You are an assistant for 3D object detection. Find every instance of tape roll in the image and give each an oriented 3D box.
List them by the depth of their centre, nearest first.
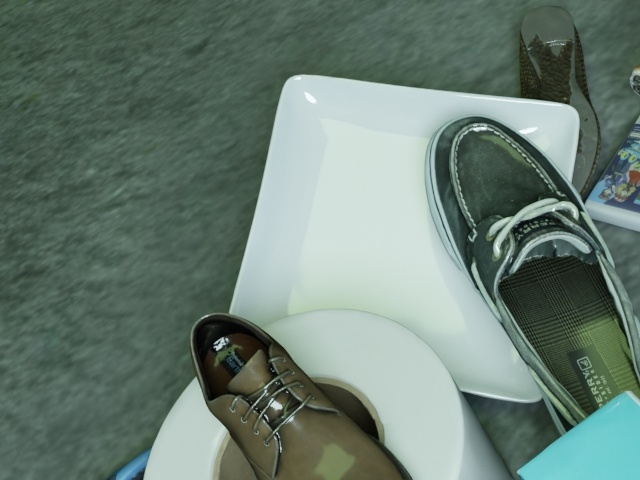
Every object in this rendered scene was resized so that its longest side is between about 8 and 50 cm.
[{"bbox_3d":[0.014,0.196,0.744,0.246,0.169,0.246,-16,47,18],"label":"tape roll"}]

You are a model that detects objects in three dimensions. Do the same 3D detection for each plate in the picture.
[{"bbox_3d":[0.077,-0.007,0.896,0.277,0.045,0.278,8,71,11],"label":"plate"}]

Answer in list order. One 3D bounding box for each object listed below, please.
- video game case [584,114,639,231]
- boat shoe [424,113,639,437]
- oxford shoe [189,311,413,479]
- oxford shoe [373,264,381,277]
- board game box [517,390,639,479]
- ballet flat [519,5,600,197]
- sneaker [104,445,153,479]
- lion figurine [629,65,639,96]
[{"bbox_3d":[0.363,-0.068,0.877,0.201,0.023,0.183,20,65,38],"label":"video game case"},{"bbox_3d":[0.179,0.018,0.779,0.121,0.119,0.335,-26,63,-2],"label":"boat shoe"},{"bbox_3d":[-0.023,0.123,0.640,0.083,0.096,0.227,-43,47,-12],"label":"oxford shoe"},{"bbox_3d":[0.000,0.000,0.989,0.076,0.076,0.212,-33,46,7],"label":"oxford shoe"},{"bbox_3d":[0.254,0.264,0.492,0.079,0.254,0.336,-36,45,-3],"label":"board game box"},{"bbox_3d":[0.228,-0.126,0.986,0.084,0.058,0.250,-5,56,13],"label":"ballet flat"},{"bbox_3d":[-0.204,0.246,0.897,0.209,0.069,0.082,-45,42,-11],"label":"sneaker"},{"bbox_3d":[0.429,-0.191,0.850,0.392,0.142,0.240,38,68,26],"label":"lion figurine"}]
